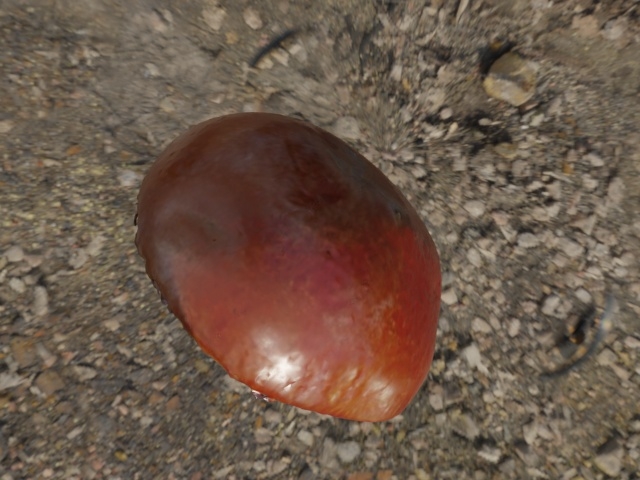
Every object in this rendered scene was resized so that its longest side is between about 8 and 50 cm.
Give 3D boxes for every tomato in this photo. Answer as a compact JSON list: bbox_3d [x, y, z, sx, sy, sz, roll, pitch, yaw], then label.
[{"bbox_3d":[0.000,0.000,0.373,0.155,0.155,0.069,42,115,-1],"label":"tomato"}]
